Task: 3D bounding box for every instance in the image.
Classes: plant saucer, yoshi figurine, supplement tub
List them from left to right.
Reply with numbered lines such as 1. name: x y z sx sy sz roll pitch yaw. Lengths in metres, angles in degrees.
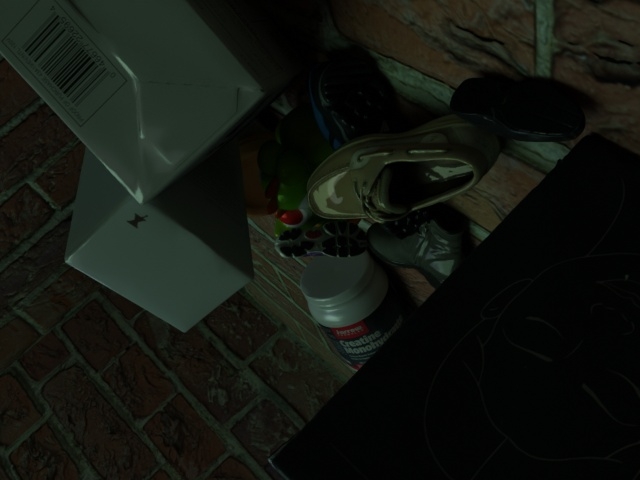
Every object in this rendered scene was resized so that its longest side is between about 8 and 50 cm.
1. plant saucer: -0.124 -0.126 1.466 0.200 0.200 0.037 60 179 -42
2. yoshi figurine: -0.005 -0.127 1.295 0.362 0.203 0.203 48 -145 -74
3. supplement tub: 0.089 0.158 1.631 0.191 0.191 0.272 28 157 51

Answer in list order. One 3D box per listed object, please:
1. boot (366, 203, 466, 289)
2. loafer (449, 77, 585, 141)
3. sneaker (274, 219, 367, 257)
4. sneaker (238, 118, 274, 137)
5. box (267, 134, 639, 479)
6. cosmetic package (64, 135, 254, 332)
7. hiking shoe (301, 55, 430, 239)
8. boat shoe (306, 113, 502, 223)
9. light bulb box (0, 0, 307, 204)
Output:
1. boot: 0.163 -0.022 1.226 0.246 0.083 0.161 32 147 45
2. loafer: 0.220 -0.137 0.782 0.061 0.062 0.170 30 -178 -39
3. sneaker: 0.000 0.000 1.315 0.071 0.170 0.068 140 129 -84
4. sneaker: -0.161 -0.235 1.527 0.292 0.108 0.169 50 -175 -45
5. box: 0.300 0.235 0.693 0.480 0.472 0.297 38 163 31
6. cosmetic package: -0.256 -0.097 1.189 0.230 0.161 0.453 39 -158 -33
7. hiking shoe: 0.077 -0.143 1.086 0.304 0.113 0.132 64 169 -26
8. boat shoe: 0.088 -0.078 0.948 0.302 0.098 0.109 -14 121 39
9. light bulb box: -0.229 -0.288 0.995 0.358 0.225 0.361 49 -163 -8
